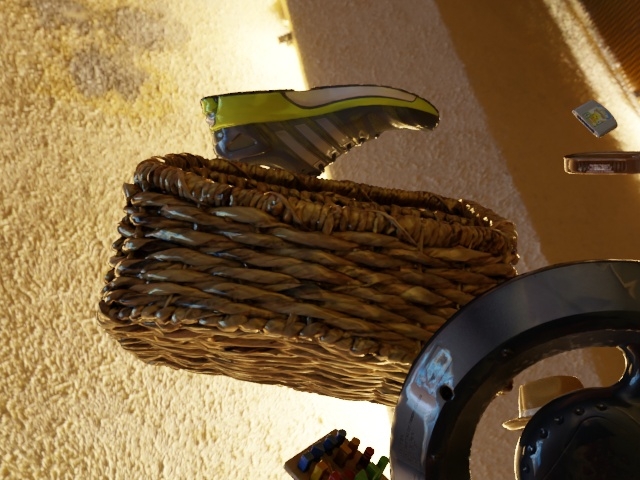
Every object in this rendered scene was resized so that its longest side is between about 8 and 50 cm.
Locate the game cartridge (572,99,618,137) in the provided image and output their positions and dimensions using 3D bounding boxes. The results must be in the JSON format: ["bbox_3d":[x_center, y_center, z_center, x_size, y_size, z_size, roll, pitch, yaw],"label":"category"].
[{"bbox_3d":[0.575,-0.256,1.280,0.056,0.017,0.083,-30,-116,-8],"label":"game cartridge"}]

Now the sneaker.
[{"bbox_3d":[0.003,-0.135,0.785,0.300,0.121,0.111,-4,-166,-2],"label":"sneaker"}]

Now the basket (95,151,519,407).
[{"bbox_3d":[0.000,0.000,0.495,0.299,0.213,0.223,11,-112,1],"label":"basket"}]

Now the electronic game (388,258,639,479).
[{"bbox_3d":[0.151,0.122,0.328,0.229,0.229,0.048,30,-167,4],"label":"electronic game"}]

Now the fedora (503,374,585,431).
[{"bbox_3d":[0.413,0.287,1.090,0.194,0.194,0.079,-1,-115,-17],"label":"fedora"}]

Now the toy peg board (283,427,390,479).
[{"bbox_3d":[0.044,0.438,1.198,0.161,0.079,0.161,39,-145,28],"label":"toy peg board"}]

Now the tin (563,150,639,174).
[{"bbox_3d":[0.591,-0.159,1.246,0.106,0.190,0.040,-22,-71,-37],"label":"tin"}]
